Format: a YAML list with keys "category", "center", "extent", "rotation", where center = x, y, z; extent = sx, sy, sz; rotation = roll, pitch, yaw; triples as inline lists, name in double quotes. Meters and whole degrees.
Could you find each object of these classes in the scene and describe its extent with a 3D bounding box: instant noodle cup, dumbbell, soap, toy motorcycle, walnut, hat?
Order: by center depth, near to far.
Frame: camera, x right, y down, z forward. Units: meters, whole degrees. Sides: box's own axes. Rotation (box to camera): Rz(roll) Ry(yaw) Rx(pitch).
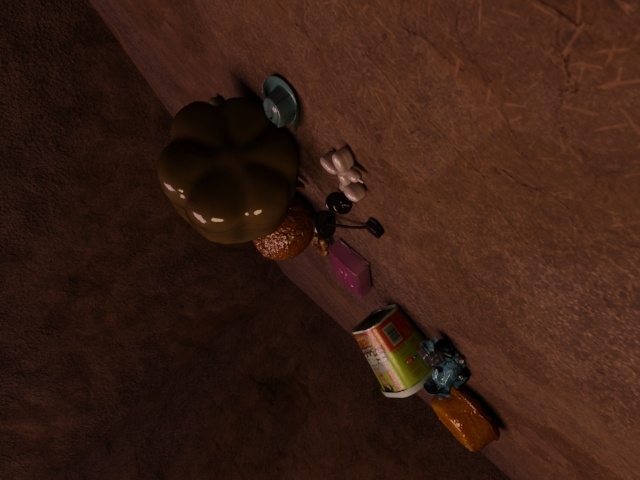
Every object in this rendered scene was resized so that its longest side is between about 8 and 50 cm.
- category: "hat"
  center: [-0.117, -0.372, 1.283]
  extent: [0.138, 0.078, 0.191]
  rotation: [43, 167, 15]
- category: "dumbbell"
  center: [0.060, -0.120, 1.456]
  extent: [0.069, 0.069, 0.147]
  rotation: [54, 167, -23]
- category: "toy motorcycle"
  center: [0.447, 0.479, 1.691]
  extent: [0.272, 0.182, 0.123]
  rotation: [56, 178, -25]
- category: "instant noodle cup"
  center: [0.309, 0.449, 1.898]
  extent: [0.307, 0.294, 0.294]
  rotation: [57, 167, -1]
- category: "soap"
  center: [0.129, 0.124, 1.926]
  extent: [0.181, 0.081, 0.259]
  rotation: [43, 166, 26]
- category: "walnut"
  center: [0.000, 0.000, 2.024]
  extent: [0.143, 0.069, 0.170]
  rotation: [48, 166, 10]

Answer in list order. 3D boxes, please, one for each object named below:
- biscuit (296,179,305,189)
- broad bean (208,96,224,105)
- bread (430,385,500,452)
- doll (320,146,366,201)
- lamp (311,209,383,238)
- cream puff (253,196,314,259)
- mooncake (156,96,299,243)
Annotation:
- category: "biscuit"
  center: [-0.153, -0.253, 1.698]
  extent: [0.206, 0.126, 0.025]
  rotation: [44, 128, 26]
- category: "broad bean"
  center: [-0.415, -0.521, 1.871]
  extent: [0.124, 0.082, 0.174]
  rotation: [45, 157, 16]
- category: "bread"
  center: [0.619, 0.755, 1.940]
  extent: [0.312, 0.172, 0.312]
  rotation: [48, 170, 12]
- category: "doll"
  center: [0.071, -0.181, 1.264]
  extent: [0.160, 0.059, 0.161]
  rotation: [53, 166, -14]
- category: "lamp"
  center: [0.085, -0.027, 1.561]
  extent: [0.130, 0.108, 0.371]
  rotation: [52, 167, -30]
- category: "cream puff"
  center: [-0.165, -0.064, 1.876]
  extent: [0.212, 0.303, 0.303]
  rotation: [43, 174, -40]
- category: "mooncake"
  center: [-0.292, -0.229, 1.494]
  extent: [0.467, 0.467, 0.262]
  rotation: [47, 161, 6]
